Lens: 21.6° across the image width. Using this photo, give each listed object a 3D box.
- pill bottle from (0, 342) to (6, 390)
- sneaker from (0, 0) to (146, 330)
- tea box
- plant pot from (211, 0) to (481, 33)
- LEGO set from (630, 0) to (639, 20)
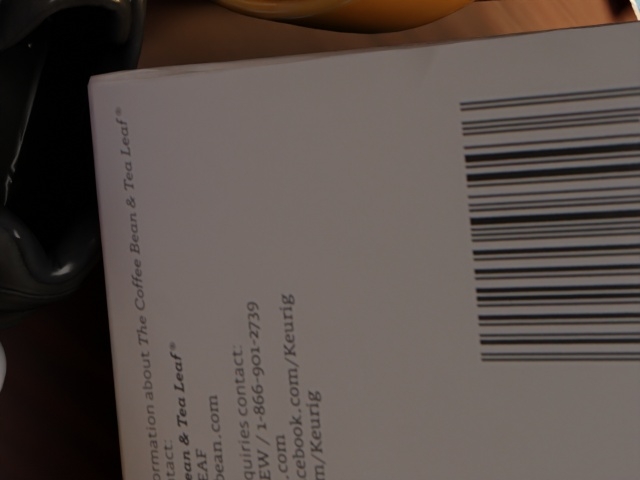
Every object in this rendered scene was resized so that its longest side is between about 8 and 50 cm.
[{"bbox_3d":[-0.228,-0.028,0.496,0.152,0.152,0.272,-39,108,-25],"label":"pill bottle"},{"bbox_3d":[-0.106,-0.111,0.584,0.109,0.130,0.286,-7,91,-29],"label":"sneaker"},{"bbox_3d":[0.114,0.092,0.597,0.323,0.220,0.329,-11,97,-55],"label":"tea box"},{"bbox_3d":[0.058,-0.175,0.657,0.188,0.205,0.205,5,86,-47],"label":"plant pot"},{"bbox_3d":[0.196,-0.194,0.828,0.182,0.060,0.244,-28,102,-16],"label":"LEGO set"}]
